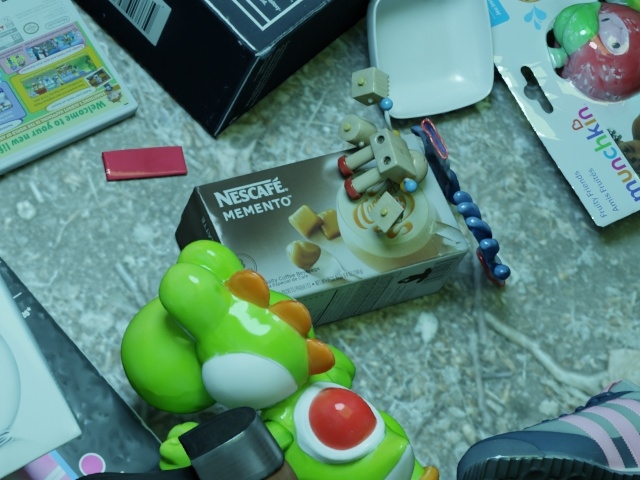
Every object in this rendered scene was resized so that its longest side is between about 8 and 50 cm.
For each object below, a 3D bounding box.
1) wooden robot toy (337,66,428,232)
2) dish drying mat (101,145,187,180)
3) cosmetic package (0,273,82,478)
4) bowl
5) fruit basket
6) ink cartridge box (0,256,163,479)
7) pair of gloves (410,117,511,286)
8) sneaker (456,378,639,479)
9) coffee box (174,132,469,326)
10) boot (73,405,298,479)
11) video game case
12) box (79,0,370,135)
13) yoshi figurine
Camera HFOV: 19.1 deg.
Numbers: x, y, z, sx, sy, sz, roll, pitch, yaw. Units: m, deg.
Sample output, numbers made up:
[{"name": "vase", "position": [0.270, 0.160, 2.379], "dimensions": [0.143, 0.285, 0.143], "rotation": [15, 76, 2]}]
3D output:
[{"name": "wooden robot toy", "position": [0.067, -0.078, 1.850], "dimensions": [0.079, 0.076, 0.173], "rotation": [21, 47, -50]}, {"name": "dish drying mat", "position": [-0.176, -0.077, 1.903], "dimensions": [0.083, 0.008, 0.032], "rotation": [-5, 66, -22]}, {"name": "cosmetic package", "position": [-0.424, 0.121, 1.537], "dimensions": [0.377, 0.097, 0.284], "rotation": [-29, 91, -7]}, {"name": "bowl", "position": [0.110, -0.207, 2.013], "dimensions": [0.142, 0.053, 0.142], "rotation": [-14, 107, -24]}, {"name": "fruit basket", "position": [0.363, -0.221, 2.069], "dimensions": [0.353, 0.165, 0.327], "rotation": [-23, 73, -24]}, {"name": "ink cartridge box", "position": [-0.318, 0.119, 1.724], "dimensions": [0.176, 0.069, 0.371], "rotation": [-37, 77, -30]}, {"name": "pair of gloves", "position": [0.138, -0.039, 1.908], "dimensions": [0.023, 0.159, 0.198], "rotation": [-28, 72, -1]}, {"name": "sneaker", "position": [0.270, 0.199, 1.866], "dimensions": [0.319, 0.112, 0.131], "rotation": [2, 46, -20]}, {"name": "coffee box", "position": [0.000, 0.000, 1.867], "dimensions": [0.246, 0.098, 0.141], "rotation": [-14, 67, -25]}, {"name": "boot", "position": [-0.107, 0.313, 1.639], "dimensions": [0.264, 0.096, 0.280], "rotation": [-28, 110, -7]}, {"name": "video game case", "position": [-0.316, -0.168, 1.881], "dimensions": [0.212, 0.023, 0.193], "rotation": [-28, 80, -31]}, {"name": "box", "position": [-0.090, -0.320, 1.955], "dimensions": [0.296, 0.183, 0.294], "rotation": [46, 60, 6]}, {"name": "yoshi figurine", "position": [-0.047, 0.162, 1.719], "dimensions": [0.203, 0.203, 0.362], "rotation": [-34, 106, 5]}]
